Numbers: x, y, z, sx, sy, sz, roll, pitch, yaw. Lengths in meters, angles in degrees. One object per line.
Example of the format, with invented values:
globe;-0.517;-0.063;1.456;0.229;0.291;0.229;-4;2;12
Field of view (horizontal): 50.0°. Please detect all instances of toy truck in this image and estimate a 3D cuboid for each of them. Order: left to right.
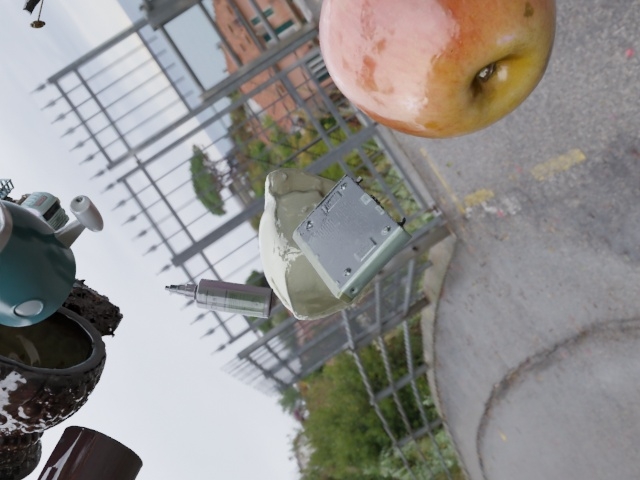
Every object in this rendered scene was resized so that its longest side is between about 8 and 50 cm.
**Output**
toy truck;-0.610;-0.063;1.388;0.080;0.177;0.115;-69;-24;-48

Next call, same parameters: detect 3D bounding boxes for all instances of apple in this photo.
apple;0.188;-0.333;1.082;0.364;0.363;0.364;56;177;5

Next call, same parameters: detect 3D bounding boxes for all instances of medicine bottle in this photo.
medicine bottle;-0.187;0.101;1.257;0.057;0.199;0.058;9;-90;-89

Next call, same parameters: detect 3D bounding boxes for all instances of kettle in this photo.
kettle;-0.413;0.436;1.096;0.144;0.232;0.202;41;140;-21

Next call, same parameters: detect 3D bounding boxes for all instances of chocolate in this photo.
chocolate;-0.472;0.148;1.409;0.156;0.133;0.156;-173;90;-86

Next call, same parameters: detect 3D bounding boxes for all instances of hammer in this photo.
hammer;-0.450;-0.396;1.114;0.014;0.029;0.123;44;131;12

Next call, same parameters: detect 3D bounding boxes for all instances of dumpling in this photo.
dumpling;0.000;0.000;1.706;0.233;0.315;0.395;-51;52;56

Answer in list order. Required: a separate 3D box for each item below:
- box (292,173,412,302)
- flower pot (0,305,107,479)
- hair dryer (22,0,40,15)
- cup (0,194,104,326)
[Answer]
box;0.058;-0.016;1.434;0.045;0.211;0.270;38;-170;-36
flower pot;-0.549;0.269;1.215;0.266;0.267;0.266;25;-166;-7
hair dryer;-0.505;-0.562;1.395;0.123;0.340;0.313;31;-152;-40
cup;-0.460;0.017;0.979;0.168;0.299;0.173;57;172;27
